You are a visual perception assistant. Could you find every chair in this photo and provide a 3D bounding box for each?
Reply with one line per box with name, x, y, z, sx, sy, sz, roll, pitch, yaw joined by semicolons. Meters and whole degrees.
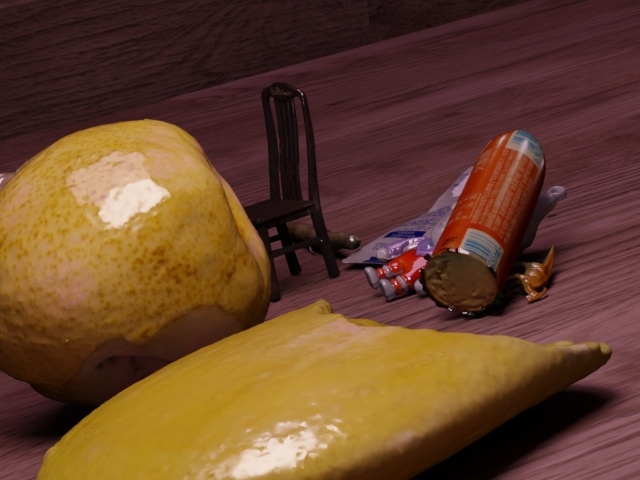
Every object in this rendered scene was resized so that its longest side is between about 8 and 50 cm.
chair;-0.057;-0.053;2.099;0.101;0.213;0.084;-20;15;-38

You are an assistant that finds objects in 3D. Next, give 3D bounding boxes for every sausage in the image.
sausage;0.168;-0.030;1.912;0.083;0.083;0.264;-6;30;25

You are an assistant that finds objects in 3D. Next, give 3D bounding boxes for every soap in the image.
soap;-0.008;0.120;1.465;0.306;0.115;0.427;3;19;43

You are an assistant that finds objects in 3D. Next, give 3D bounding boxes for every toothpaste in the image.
toothpaste;0.135;-0.025;2.202;0.096;0.061;0.266;0;23;40

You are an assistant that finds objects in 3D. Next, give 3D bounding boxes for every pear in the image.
pear;-0.179;0.027;1.749;0.271;0.271;0.271;-11;11;2

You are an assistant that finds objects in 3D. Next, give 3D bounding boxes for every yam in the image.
yam;0.001;-0.001;2.253;0.029;0.027;0.234;-21;10;-15

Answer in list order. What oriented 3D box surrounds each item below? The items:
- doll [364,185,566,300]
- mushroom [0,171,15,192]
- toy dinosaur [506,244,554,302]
doll;0.152;-0.002;2.006;0.227;0.075;0.102;-26;33;-14
mushroom;-0.317;0.019;2.114;0.254;0.184;0.255;-15;-2;-1
toy dinosaur;0.199;0.032;1.895;0.041;0.026;0.113;-2;23;15
